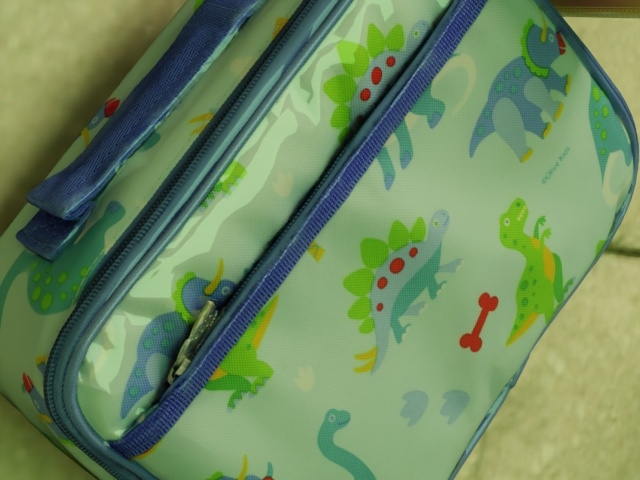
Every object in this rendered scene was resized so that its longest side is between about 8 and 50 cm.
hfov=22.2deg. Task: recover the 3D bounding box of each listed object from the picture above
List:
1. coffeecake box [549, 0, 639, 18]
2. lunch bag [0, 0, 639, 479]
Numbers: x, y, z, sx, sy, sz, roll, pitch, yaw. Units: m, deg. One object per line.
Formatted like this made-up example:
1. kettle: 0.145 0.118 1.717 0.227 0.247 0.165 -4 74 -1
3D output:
1. coffeecake box: 0.107 -0.171 0.592 0.068 0.142 0.185 47 66 -36
2. lunch bag: 0.000 0.000 0.548 0.219 0.090 0.176 -52 128 -13
